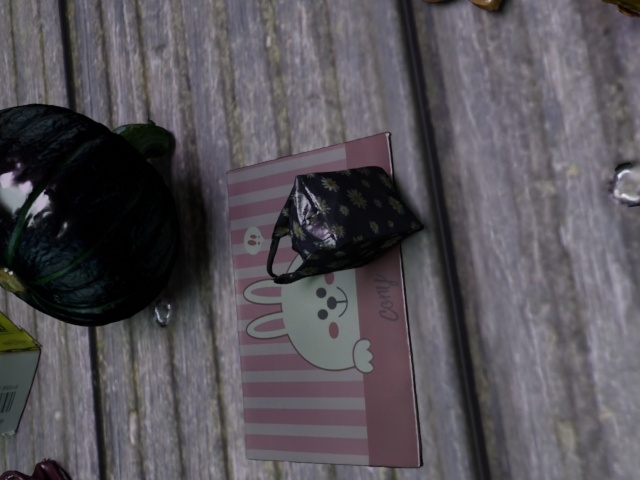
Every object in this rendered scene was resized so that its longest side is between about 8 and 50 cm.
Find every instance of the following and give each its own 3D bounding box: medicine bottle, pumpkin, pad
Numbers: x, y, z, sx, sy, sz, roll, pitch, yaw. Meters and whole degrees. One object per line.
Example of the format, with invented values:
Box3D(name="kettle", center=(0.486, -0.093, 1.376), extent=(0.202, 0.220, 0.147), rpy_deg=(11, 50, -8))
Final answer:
Box3D(name="medicine bottle", center=(-0.509, 0.152, 0.952), extent=(0.250, 0.137, 0.141), rpy_deg=(27, 102, 33))
Box3D(name="pumpkin", center=(-0.246, -0.047, 0.748), extent=(0.248, 0.248, 0.248), rpy_deg=(-3, 86, 35))
Box3D(name="pad", center=(-0.007, 0.061, 0.687), extent=(0.202, 0.005, 0.299), rpy_deg=(-9, 82, 34))

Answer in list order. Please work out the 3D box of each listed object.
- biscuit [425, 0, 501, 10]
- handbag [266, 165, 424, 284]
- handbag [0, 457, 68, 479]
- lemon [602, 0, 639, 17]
Box3D(name="biscuit", center=(0.114, -0.273, 0.606), extent=(0.250, 0.035, 0.162), rpy_deg=(10, 88, 34))
Box3D(name="handbag", center=(0.000, 0.000, 0.625), extent=(0.139, 0.115, 0.072), rpy_deg=(-43, 68, 42))
Box3D(name="handbag", center=(-0.336, 0.401, 0.855), extent=(0.216, 0.074, 0.203), rpy_deg=(41, 110, 30))
Box3D(name="lemon", center=(0.225, -0.266, 0.412), extent=(0.236, 0.236, 0.263), rpy_deg=(6, 64, 35))
